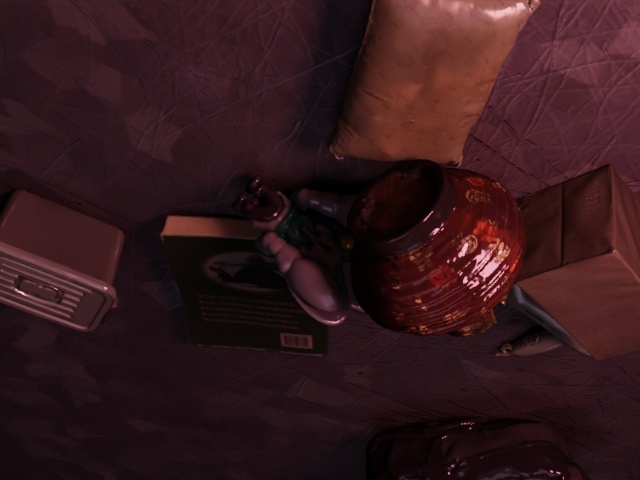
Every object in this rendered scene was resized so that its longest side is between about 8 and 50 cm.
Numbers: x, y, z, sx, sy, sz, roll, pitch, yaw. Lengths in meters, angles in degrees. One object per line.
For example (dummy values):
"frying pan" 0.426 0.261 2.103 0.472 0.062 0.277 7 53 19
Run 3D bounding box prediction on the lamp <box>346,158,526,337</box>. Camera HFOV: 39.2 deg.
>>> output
"lamp" 0.151 0.018 1.157 0.246 0.247 0.247 7 144 5

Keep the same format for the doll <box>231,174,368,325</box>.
"doll" -0.006 0.020 1.289 0.258 0.195 0.153 11 173 -13

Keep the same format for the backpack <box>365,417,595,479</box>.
"backpack" 0.328 0.495 1.797 0.445 0.255 0.363 -21 140 31

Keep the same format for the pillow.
"pillow" 0.123 -0.187 1.073 0.184 0.075 0.302 6 145 -9

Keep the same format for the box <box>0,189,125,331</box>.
"box" -0.437 0.031 1.459 0.243 0.135 0.163 23 141 -15

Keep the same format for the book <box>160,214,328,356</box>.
"book" -0.117 0.088 1.535 0.260 0.043 0.371 5 145 4

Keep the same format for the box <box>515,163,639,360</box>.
"box" 0.391 0.038 1.247 0.155 0.149 0.231 -23 132 37

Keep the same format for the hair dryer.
"hair dryer" 0.343 0.147 1.494 0.206 0.075 0.237 27 149 -10
